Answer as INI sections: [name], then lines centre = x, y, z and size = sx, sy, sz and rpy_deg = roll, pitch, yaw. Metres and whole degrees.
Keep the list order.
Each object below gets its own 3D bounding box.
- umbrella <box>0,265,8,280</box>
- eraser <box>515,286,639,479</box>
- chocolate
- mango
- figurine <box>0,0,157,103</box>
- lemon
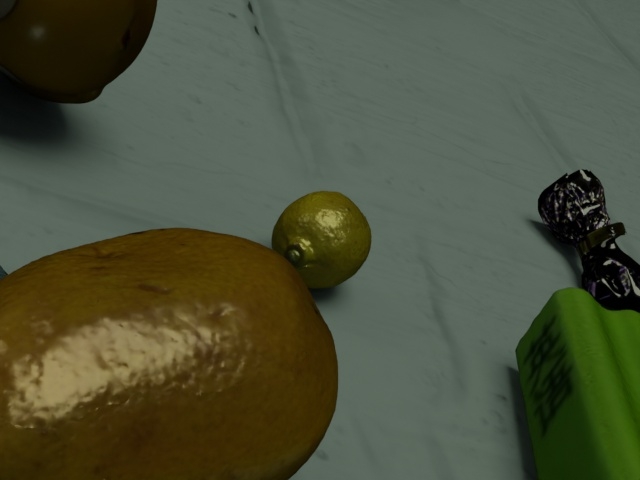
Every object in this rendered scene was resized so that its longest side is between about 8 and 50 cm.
[umbrella]
centre = -0.249, -0.036, 0.596
size = 0.250, 0.052, 0.053
rpy_deg = 38, 62, 13
[eraser]
centre = 0.226, 0.157, 0.707
size = 0.210, 0.092, 0.274
rpy_deg = 26, 26, -8
[chocolate]
centre = 0.237, 0.007, 1.009
size = 0.072, 0.070, 0.147
rpy_deg = -13, 42, -16
[mango]
centre = -0.078, 0.061, 0.537
size = 0.147, 0.109, 0.227
rpy_deg = 44, 31, 16
[figurine]
centre = -0.214, -0.192, 0.757
size = 0.215, 0.215, 0.228
rpy_deg = 8, 48, -37
[lemon]
centre = 0.000, 0.000, 0.775
size = 0.062, 0.062, 0.083
rpy_deg = 37, 25, 11
